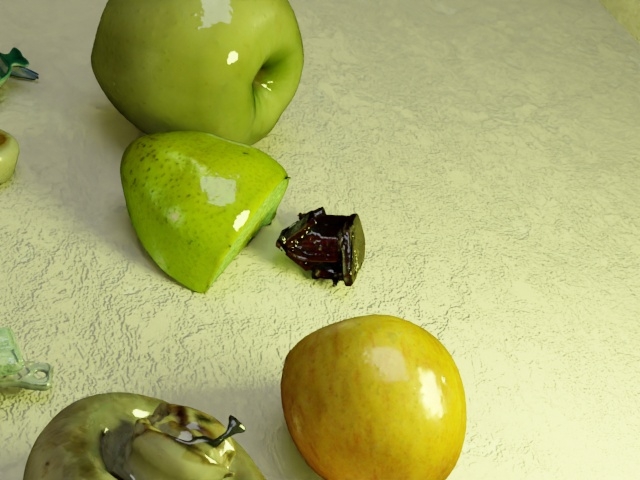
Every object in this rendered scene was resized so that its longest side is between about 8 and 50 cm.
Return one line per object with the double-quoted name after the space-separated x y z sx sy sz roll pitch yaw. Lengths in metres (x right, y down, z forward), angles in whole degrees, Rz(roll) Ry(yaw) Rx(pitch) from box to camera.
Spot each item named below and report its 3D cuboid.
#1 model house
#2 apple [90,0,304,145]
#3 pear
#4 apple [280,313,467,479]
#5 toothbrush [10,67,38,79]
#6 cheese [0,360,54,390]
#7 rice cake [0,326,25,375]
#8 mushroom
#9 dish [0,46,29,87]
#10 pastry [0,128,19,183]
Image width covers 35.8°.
0.002 0.008 2.043 0.164 0.141 0.203 -2 13 12 "model house"
-0.273 -0.419 2.219 0.473 0.474 0.474 10 37 -8 "apple"
-0.250 -0.108 1.985 0.318 0.238 0.342 30 38 5 "pear"
0.088 0.271 1.585 0.299 0.299 0.275 -1 68 -21 "apple"
-0.868 -0.453 2.367 0.413 0.035 0.042 19 9 3 "toothbrush"
-0.575 0.209 1.585 0.286 0.082 0.163 5 38 -18 "cheese"
-0.577 0.182 1.516 0.226 0.040 0.085 -5 45 -30 "rice cake"
-0.215 0.332 1.345 0.362 0.295 0.362 25 19 -9 "mushroom"
-0.794 -0.374 2.256 0.246 0.078 0.224 -16 47 -34 "dish"
-0.695 -0.174 2.024 0.156 0.092 0.156 13 37 -10 "pastry"
